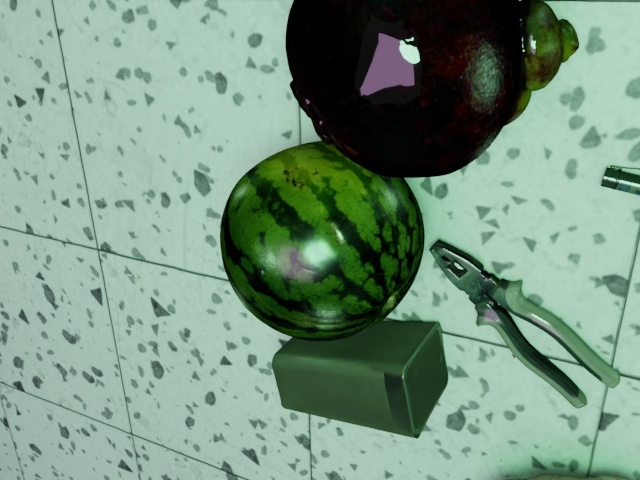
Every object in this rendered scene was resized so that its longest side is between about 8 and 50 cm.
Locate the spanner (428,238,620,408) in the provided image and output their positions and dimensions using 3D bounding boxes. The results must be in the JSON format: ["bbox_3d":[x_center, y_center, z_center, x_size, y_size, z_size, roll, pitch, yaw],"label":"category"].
[{"bbox_3d":[0.287,0.115,0.903,0.325,0.040,0.096,43,125,4],"label":"spanner"}]

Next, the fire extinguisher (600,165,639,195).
[{"bbox_3d":[0.397,-0.072,0.765,0.083,0.025,0.038,19,97,20],"label":"fire extinguisher"}]

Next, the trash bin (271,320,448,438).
[{"bbox_3d":[0.065,0.208,0.999,0.240,0.164,0.122,0,111,32],"label":"trash bin"}]

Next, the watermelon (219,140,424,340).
[{"bbox_3d":[0.000,0.000,0.857,0.285,0.285,0.285,12,117,24],"label":"watermelon"}]

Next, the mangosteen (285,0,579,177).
[{"bbox_3d":[0.111,-0.225,0.697,0.313,0.297,0.297,-39,90,28],"label":"mangosteen"}]

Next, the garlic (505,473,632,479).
[{"bbox_3d":[0.361,0.488,0.901,0.317,0.259,0.318,13,122,22],"label":"garlic"}]
